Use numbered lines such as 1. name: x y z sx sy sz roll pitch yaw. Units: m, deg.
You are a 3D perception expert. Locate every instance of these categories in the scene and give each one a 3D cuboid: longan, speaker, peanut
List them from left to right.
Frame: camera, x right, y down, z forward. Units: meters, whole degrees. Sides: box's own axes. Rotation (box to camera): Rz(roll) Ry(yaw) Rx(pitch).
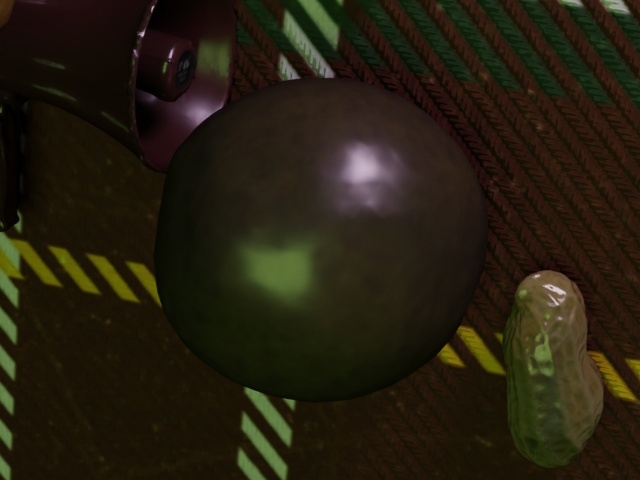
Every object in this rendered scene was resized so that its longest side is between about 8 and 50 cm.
1. speaker: -0.247 -0.150 1.413 0.329 0.198 0.259 8 139 25
2. longan: 0.003 0.001 1.317 0.297 0.297 0.297 4 110 12
3. peanut: 0.216 0.121 1.405 0.093 0.083 0.194 0 108 10

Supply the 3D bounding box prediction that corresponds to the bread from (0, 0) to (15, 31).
1. bread: -0.429 -0.314 1.223 0.376 0.253 0.348 -3 82 -13
